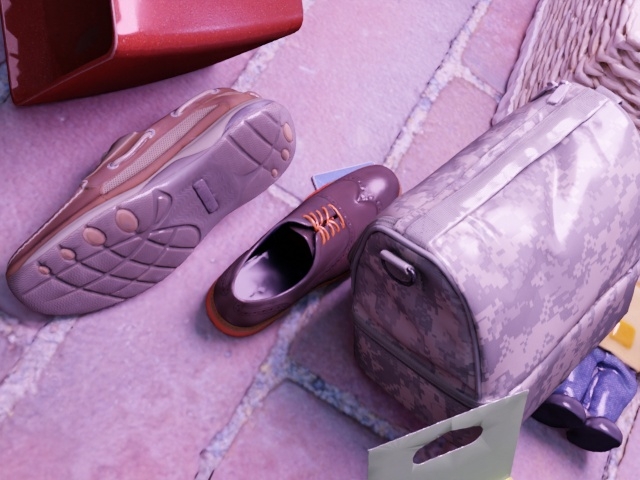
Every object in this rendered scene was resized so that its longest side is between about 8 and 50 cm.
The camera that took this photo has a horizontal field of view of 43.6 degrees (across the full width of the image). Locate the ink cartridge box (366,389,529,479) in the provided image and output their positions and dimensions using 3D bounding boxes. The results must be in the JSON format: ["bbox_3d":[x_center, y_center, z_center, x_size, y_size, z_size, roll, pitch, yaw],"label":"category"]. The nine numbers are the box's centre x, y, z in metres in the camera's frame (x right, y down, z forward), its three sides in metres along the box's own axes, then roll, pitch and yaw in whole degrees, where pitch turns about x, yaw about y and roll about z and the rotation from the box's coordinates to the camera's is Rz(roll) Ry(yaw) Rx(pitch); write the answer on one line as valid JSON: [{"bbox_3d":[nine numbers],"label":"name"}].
[{"bbox_3d":[0.120,0.260,0.731,0.171,0.235,0.056,-15,40,-22],"label":"ink cartridge box"}]

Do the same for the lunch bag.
[{"bbox_3d":[0.180,0.011,0.795,0.305,0.256,0.212,-36,54,-25],"label":"lunch bag"}]

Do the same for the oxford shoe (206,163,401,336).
[{"bbox_3d":[0.000,0.000,0.851,0.097,0.098,0.271,46,65,3],"label":"oxford shoe"}]

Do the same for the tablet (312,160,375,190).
[{"bbox_3d":[0.036,-0.061,0.941,0.083,0.006,0.054,-15,76,-22],"label":"tablet"}]

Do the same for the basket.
[{"bbox_3d":[0.445,-0.220,0.995,0.328,0.266,0.332,28,66,-7],"label":"basket"}]

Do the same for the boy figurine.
[{"bbox_3d":[0.349,0.104,0.935,0.177,0.092,0.285,35,67,0],"label":"boy figurine"}]

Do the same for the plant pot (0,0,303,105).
[{"bbox_3d":[-0.168,-0.288,0.808,0.235,0.267,0.267,-7,93,-39],"label":"plant pot"}]

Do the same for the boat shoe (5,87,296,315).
[{"bbox_3d":[-0.176,-0.047,0.820,0.324,0.123,0.116,-36,50,-18],"label":"boat shoe"}]
